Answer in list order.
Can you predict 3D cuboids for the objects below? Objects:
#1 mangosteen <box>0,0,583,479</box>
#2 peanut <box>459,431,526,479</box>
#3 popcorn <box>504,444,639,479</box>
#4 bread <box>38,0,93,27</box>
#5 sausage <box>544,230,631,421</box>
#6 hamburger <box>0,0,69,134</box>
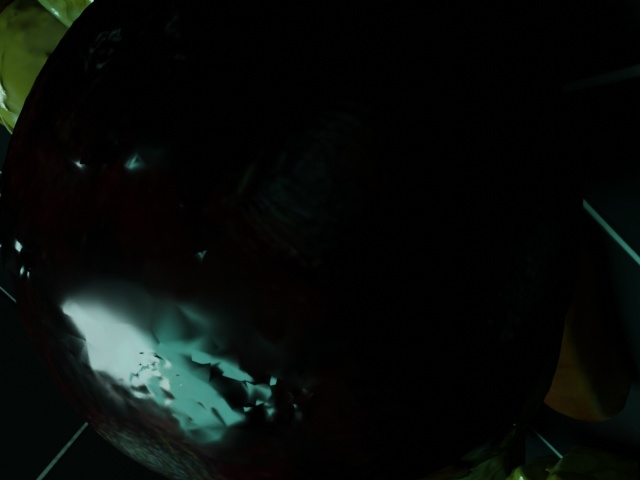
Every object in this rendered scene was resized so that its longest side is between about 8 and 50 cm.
[{"bbox_3d":[-0.001,-0.023,1.056,0.381,0.381,0.421,32,-163,27],"label":"mangosteen"},{"bbox_3d":[0.140,0.196,1.665,0.143,0.159,0.291,55,-172,26],"label":"peanut"},{"bbox_3d":[0.270,0.328,1.605,0.225,0.249,0.249,7,178,-25],"label":"popcorn"},{"bbox_3d":[-0.135,-0.197,1.262,0.268,0.130,0.152,40,-156,-2],"label":"bread"},{"bbox_3d":[0.193,0.071,1.329,0.089,0.083,0.300,15,155,27],"label":"sausage"},{"bbox_3d":[-0.260,-0.169,1.574,0.162,0.162,0.115,47,166,-24],"label":"hamburger"}]
